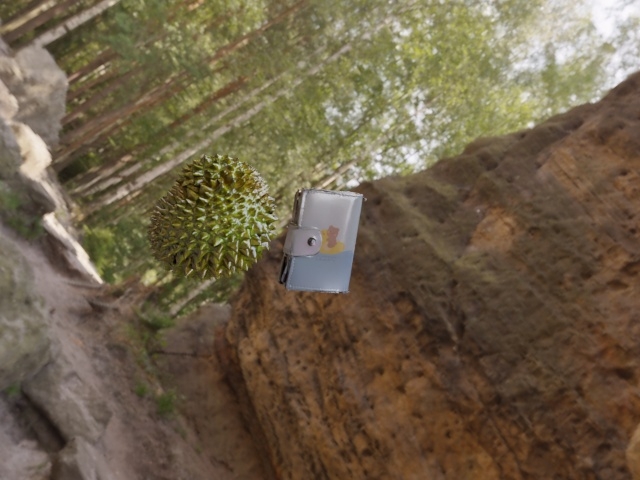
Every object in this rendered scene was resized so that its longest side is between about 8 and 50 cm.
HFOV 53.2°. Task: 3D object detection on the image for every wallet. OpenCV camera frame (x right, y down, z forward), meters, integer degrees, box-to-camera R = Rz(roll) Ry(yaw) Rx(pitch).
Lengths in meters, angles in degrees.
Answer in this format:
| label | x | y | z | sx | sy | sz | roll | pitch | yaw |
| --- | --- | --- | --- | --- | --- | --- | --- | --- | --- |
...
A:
| label | x | y | z | sx | sy | sz | roll | pitch | yaw |
| --- | --- | --- | --- | --- | --- | --- | --- | --- | --- |
| wallet | 0.000 | 0.000 | 1.355 | 0.069 | 0.170 | 0.231 | 34 | -63 | 61 |

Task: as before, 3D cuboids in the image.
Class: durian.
| label | x | y | z | sx | sy | sz | roll | pitch | yaw |
| --- | --- | --- | --- | --- | --- | --- | --- | --- | --- |
| durian | -0.183 | -0.026 | 1.061 | 0.200 | 0.176 | 0.237 | 22 | -31 | -30 |
